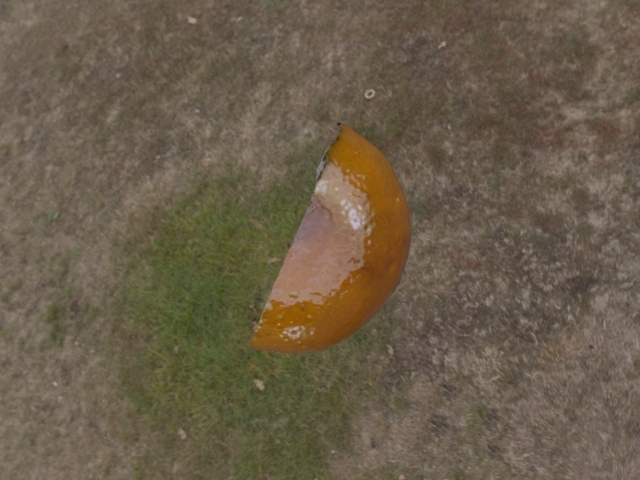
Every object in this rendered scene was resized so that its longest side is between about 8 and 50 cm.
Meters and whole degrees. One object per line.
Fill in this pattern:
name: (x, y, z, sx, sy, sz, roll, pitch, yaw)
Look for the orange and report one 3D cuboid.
orange: (0.003, 0.000, 0.738, 0.274, 0.274, 0.310, -8, 91, 27)
